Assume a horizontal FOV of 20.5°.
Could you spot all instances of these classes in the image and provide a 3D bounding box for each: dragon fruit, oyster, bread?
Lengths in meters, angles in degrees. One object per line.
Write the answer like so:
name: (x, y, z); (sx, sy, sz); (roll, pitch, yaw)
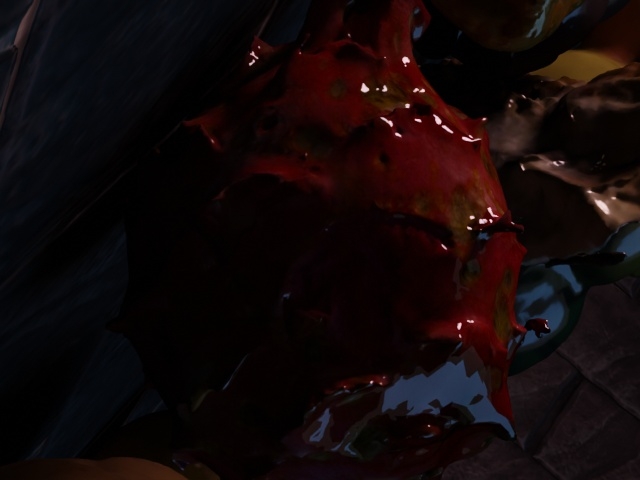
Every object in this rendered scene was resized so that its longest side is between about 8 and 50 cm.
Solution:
dragon fruit: (0.000, 0.000, 0.871); (0.210, 0.205, 0.268); (-5, -102, 59)
oyster: (0.107, -0.076, 1.271); (0.354, 0.107, 0.201); (4, -127, 54)
bread: (0.128, -0.192, 1.076); (0.083, 0.114, 0.211); (-50, 175, 40)

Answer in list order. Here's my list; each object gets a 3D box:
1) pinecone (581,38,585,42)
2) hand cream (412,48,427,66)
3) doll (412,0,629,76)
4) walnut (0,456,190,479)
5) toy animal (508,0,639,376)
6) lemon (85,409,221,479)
pinecone: (0.333, -0.289, 1.795); (0.224, 0.224, 0.272); (-51, -164, 10)
hand cream: (0.130, -0.197, 1.499); (0.257, 0.050, 0.084); (-38, -178, 34)
doll: (0.152, -0.190, 1.274); (0.182, 0.117, 0.257); (-13, -163, 34)
walnut: (-0.115, 0.299, 1.066); (0.383, 0.383, 0.383); (-50, 176, -5)
toy animal: (0.185, -0.035, 1.411); (0.338, 0.216, 0.191); (-44, -165, -3)
lemon: (-0.143, 0.257, 1.647); (0.257, 0.188, 0.188); (-44, 175, -12)
